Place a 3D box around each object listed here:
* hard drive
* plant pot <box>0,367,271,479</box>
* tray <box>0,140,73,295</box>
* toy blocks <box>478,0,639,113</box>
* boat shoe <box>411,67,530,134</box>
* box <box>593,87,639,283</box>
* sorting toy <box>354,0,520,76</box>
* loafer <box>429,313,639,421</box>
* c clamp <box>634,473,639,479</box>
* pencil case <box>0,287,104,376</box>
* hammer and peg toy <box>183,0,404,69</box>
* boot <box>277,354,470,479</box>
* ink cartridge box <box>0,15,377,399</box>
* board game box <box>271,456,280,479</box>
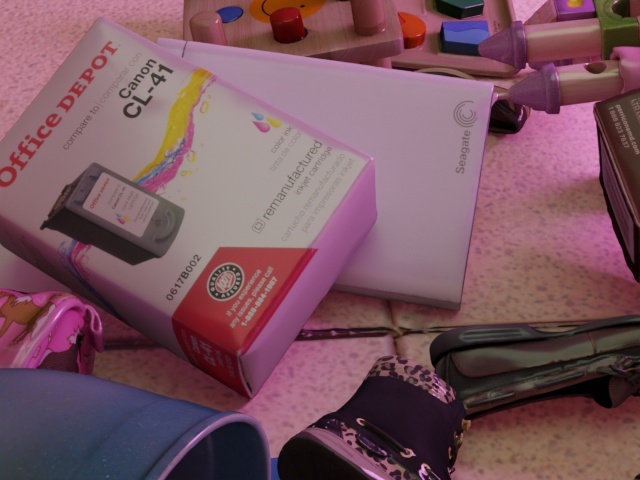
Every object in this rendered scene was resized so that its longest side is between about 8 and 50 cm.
[{"bbox_3d":[-0.017,-0.071,1.213,0.353,0.047,0.233,9,75,6],"label":"hard drive"},{"bbox_3d":[-0.207,0.202,0.797,0.255,0.272,0.272,18,43,18],"label":"plant pot"},{"bbox_3d":[-0.310,-0.011,1.224,0.145,0.030,0.270,0,41,-2],"label":"tray"},{"bbox_3d":[0.297,-0.248,1.325,0.260,0.309,0.289,-5,40,6],"label":"toy blocks"},{"bbox_3d":[0.168,-0.162,1.403,0.152,0.056,0.049,13,37,12],"label":"boat shoe"},{"bbox_3d":[0.459,-0.101,1.131,0.381,0.191,0.143,-17,68,8],"label":"box"},{"bbox_3d":[0.141,-0.319,1.593,0.229,0.041,0.307,2,41,-1],"label":"sorting toy"},{"bbox_3d":[0.233,0.122,1.072,0.267,0.096,0.084,-3,61,3],"label":"loafer"},{"bbox_3d":[0.240,0.237,0.975,0.160,0.022,0.137,-20,46,-23],"label":"c clamp"},{"bbox_3d":[-0.380,0.079,1.025,0.386,0.167,0.160,16,5,14],"label":"pencil case"},{"bbox_3d":[-0.042,-0.240,1.395,0.265,0.127,0.361,-9,40,3],"label":"hammer and peg toy"},{"bbox_3d":[0.098,0.198,0.961,0.236,0.085,0.178,37,32,8],"label":"boot"},{"bbox_3d":[-0.131,-0.034,1.104,0.306,0.131,0.226,29,71,14],"label":"ink cartridge box"},{"bbox_3d":[-0.058,0.240,0.950,0.168,0.033,0.133,-6,48,-6],"label":"board game box"}]
